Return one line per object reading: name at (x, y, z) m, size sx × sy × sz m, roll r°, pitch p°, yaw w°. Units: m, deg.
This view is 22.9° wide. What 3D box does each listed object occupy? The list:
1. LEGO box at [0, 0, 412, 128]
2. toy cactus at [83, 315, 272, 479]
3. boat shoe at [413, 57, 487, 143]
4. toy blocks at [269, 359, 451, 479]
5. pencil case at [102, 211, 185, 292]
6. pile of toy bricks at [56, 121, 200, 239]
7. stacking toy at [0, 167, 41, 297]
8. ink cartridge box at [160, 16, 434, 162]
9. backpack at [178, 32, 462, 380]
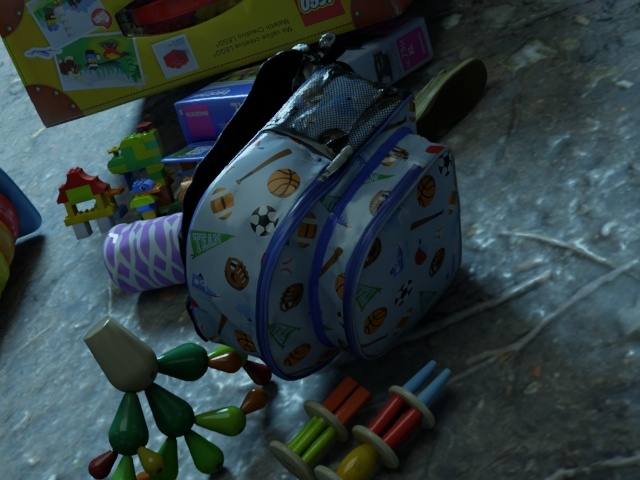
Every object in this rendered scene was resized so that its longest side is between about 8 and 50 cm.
LEGO box at (-0.103, -0.353, 1.979) m, size 0.500 × 0.193 × 0.372 m, roll -14°, pitch 20°, yaw 26°
toy cactus at (-0.154, 0.147, 1.493) m, size 0.219 × 0.180 × 0.112 m, roll -46°, pitch 15°, yaw -27°
boat shoe at (0.121, -0.146, 1.740) m, size 0.153 × 0.056 × 0.048 m, roll -49°, pitch 41°, yaw -11°
toy blocks at (0.041, 0.158, 1.415) m, size 0.148 × 0.054 × 0.123 m, roll -46°, pitch 36°, yaw -18°
pencil case at (-0.142, 0.000, 1.741) m, size 0.206 × 0.086 × 0.088 m, roll -12°, pitch 38°, yaw 29°
pile of toy bricks at (-0.199, -0.085, 1.840) m, size 0.212 × 0.105 × 0.118 m, roll -14°, pitch 16°, yaw 15°
stacking toy at (-0.439, 0.060, 1.885) m, size 0.175 × 0.166 × 0.302 m, roll -19°, pitch 50°, yaw 13°
ink cartridge box at (-0.030, -0.175, 1.807) m, size 0.185 × 0.065 × 0.311 m, roll 0°, pitch 27°, yaw 40°
backpack at (0.000, 0.000, 1.474) m, size 0.213 × 0.276 × 0.263 m, roll 29°, pitch 59°, yaw 36°
